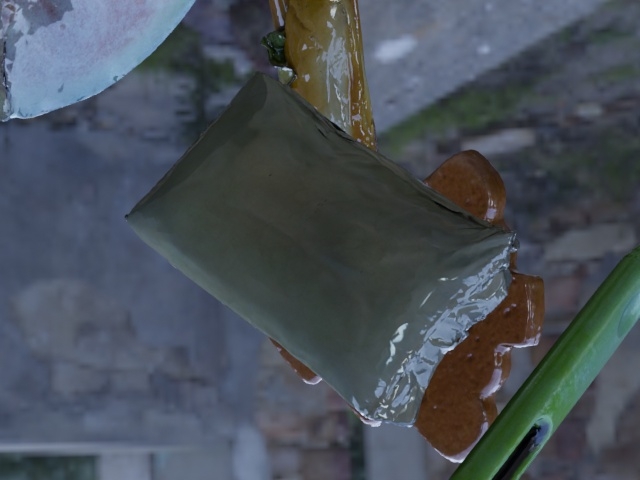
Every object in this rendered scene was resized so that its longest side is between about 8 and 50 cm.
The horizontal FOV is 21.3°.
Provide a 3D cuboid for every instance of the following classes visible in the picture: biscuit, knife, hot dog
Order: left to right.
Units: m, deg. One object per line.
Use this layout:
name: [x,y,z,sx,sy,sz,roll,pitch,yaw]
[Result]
hot dog: [0.005,-0.085,1.240,0.072,0.269,0.109,-9,-163,4]
biscuit: [0.063,0.054,1.579,0.306,0.283,0.043,4,180,29]
knife: [0.100,0.031,0.580,0.015,0.212,0.054,22,138,29]

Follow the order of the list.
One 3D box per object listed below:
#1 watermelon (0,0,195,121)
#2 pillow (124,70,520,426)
watermelon: [-0.154,-0.253,0.983,0.188,0.321,0.175,-12,-149,-41]
pillow: [0.000,0.000,0.864,0.208,0.119,0.053,34,162,33]
